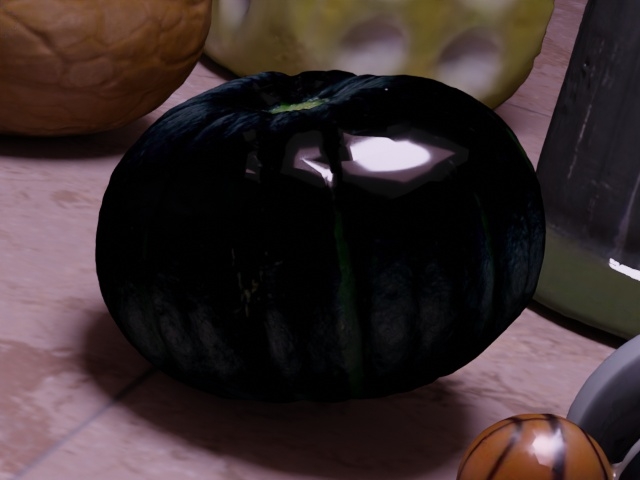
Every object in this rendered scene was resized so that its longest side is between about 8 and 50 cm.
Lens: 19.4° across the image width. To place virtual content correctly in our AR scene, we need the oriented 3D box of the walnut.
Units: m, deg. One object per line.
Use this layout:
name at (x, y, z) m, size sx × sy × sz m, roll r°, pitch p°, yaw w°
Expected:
walnut at (-0.157, -0.140, 1.082) m, size 0.167 × 0.167 × 0.207 m, roll 29°, pitch 25°, yaw 38°

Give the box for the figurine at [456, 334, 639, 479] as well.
figurine at (0.136, 0.111, 0.595) m, size 0.176 × 0.133 × 0.236 m, roll 4°, pitch 16°, yaw -3°

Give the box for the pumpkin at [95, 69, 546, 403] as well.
pumpkin at (0.000, 0.000, 0.809) m, size 0.202 × 0.140 × 0.202 m, roll -7°, pitch 14°, yaw 2°

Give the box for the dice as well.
dice at (0.036, -0.231, 1.371) m, size 0.227 × 0.238 × 0.233 m, roll 5°, pitch 19°, yaw -28°

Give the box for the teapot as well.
teapot at (0.238, -0.125, 1.051) m, size 0.200 × 0.337 × 0.270 m, roll 19°, pitch 17°, yaw 12°
